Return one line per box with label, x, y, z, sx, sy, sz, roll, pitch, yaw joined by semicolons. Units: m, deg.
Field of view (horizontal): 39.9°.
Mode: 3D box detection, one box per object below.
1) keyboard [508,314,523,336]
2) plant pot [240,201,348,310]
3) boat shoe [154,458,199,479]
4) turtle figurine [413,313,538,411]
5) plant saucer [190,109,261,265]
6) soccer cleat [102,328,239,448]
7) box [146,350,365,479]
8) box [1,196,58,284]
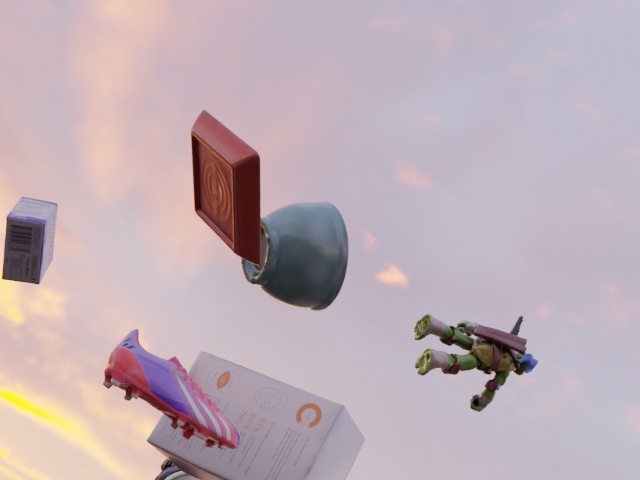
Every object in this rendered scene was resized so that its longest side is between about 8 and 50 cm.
keyboard;0.513;0.292;2.439;0.023;0.108;0.180;30;-38;12
plant pot;-0.086;0.035;2.294;0.196;0.292;0.293;5;-11;-30
boat shoe;-0.335;0.573;2.144;0.113;0.127;0.340;35;6;23
turtle figurine;0.323;0.278;2.002;0.266;0.197;0.275;18;-6;-22
plant saucer;-0.204;-0.107;1.831;0.259;0.048;0.258;40;-42;46
soccer cleat;-0.211;0.231;1.329;0.248;0.095;0.083;37;-26;-21
box;-0.124;0.390;1.726;0.346;0.215;0.168;16;-27;30
box;-0.549;-0.001;1.669;0.072;0.126;0.137;8;18;-9
